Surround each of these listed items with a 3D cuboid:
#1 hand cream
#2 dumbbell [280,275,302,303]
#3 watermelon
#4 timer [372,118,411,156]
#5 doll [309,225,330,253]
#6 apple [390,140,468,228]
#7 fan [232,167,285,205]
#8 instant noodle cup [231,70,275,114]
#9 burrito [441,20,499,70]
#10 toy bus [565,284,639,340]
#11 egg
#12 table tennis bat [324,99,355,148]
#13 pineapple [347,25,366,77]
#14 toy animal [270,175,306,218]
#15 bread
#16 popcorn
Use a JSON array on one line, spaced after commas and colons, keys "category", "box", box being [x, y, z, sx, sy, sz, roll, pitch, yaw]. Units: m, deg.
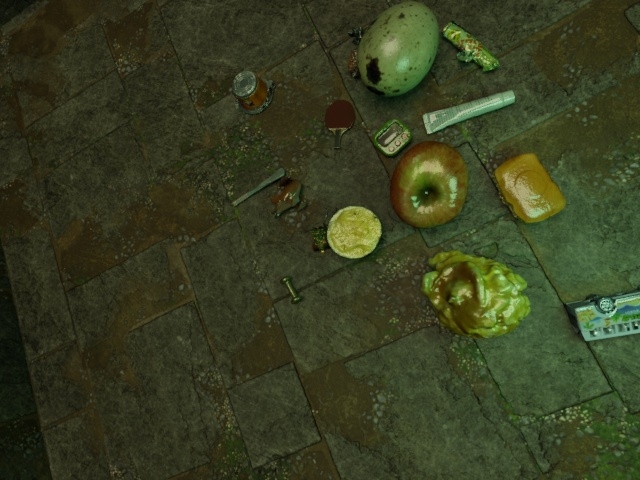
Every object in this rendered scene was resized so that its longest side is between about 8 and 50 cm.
[{"category": "hand cream", "box": [0.566, -0.501, 1.545, 0.331, 0.058, 0.085, -14, 80, 14]}, {"category": "dumbbell", "box": [-0.120, 0.203, 1.650, 0.046, 0.052, 0.117, -21, 72, -30]}, {"category": "watermelon", "box": [0.130, -0.027, 1.569, 0.232, 0.127, 0.204, 3, 83, 15]}, {"category": "timer", "box": [0.290, -0.413, 1.622, 0.140, 0.047, 0.128, -43, 74, 7]}, {"category": "doll", "box": [-0.002, -0.004, 1.633, 0.078, 0.076, 0.113, -12, 79, 6]}, {"category": "apple", "box": [0.396, -0.202, 1.469, 0.278, 0.250, 0.309, 29, 112, 4]}, {"category": "fan", "box": [-0.275, -0.234, 1.775, 0.282, 0.023, 0.057, -30, 46, 12]}, {"category": "instant noodle cup", "box": [-0.317, -0.674, 1.802, 0.208, 0.125, 0.177, -43, 73, 7]}, {"category": "burrito", "box": [0.574, -0.753, 1.583, 0.104, 0.054, 0.288, -43, 73, 7]}, {"category": "toy bus", "box": [0.988, 0.225, 1.289, 0.330, 0.109, 0.135, -15, 87, 14]}, {"category": "egg", "box": [0.297, -0.734, 1.541, 0.288, 0.287, 0.379, 21, 81, 19]}, {"category": "table tennis bat", "box": [0.080, -0.494, 1.712, 0.130, 0.019, 0.220, 3, 81, 17]}, {"category": "pineapple", "box": [0.156, -0.790, 1.699, 0.103, 0.083, 0.221, 7, 81, 17]}, {"category": "toy animal", "box": [-0.154, -0.185, 1.708, 0.188, 0.089, 0.179, -47, 55, 6]}, {"category": "bread", "box": [0.728, -0.178, 1.417, 0.174, 0.121, 0.245, -27, 73, 13]}, {"category": "popcorn", "box": [0.515, 0.188, 1.355, 0.336, 0.274, 0.279, 7, 121, 54]}]
